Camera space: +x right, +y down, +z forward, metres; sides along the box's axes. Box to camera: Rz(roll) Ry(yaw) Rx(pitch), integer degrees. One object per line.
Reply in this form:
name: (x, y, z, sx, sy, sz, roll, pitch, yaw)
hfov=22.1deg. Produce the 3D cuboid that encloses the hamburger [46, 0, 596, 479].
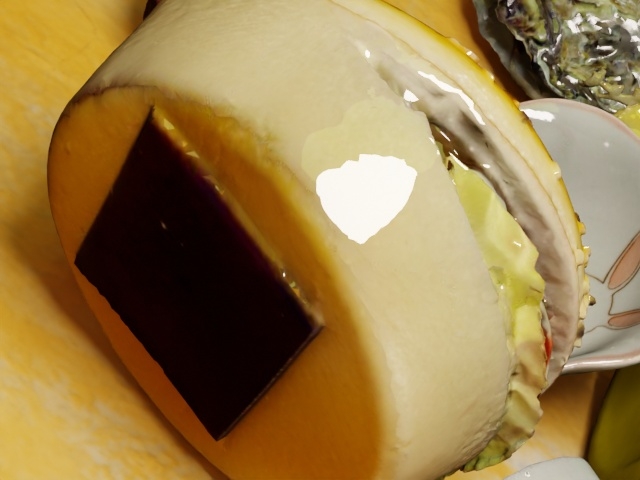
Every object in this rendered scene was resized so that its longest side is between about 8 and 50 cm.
hamburger: (0.000, 0.000, 0.844, 0.176, 0.300, 0.300, -36, 74, -31)

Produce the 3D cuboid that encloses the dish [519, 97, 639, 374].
dish: (0.129, 0.016, 1.024, 0.229, 0.081, 0.229, -3, 51, 4)

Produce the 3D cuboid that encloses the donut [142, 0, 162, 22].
donut: (-0.038, -0.127, 1.093, 0.184, 0.073, 0.166, 22, 42, -14)

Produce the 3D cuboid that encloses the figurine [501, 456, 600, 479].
figurine: (0.159, 0.238, 0.828, 0.176, 0.133, 0.236, 11, 36, -49)

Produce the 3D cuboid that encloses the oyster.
oyster: (0.264, -0.123, 1.241, 0.351, 0.162, 0.158, 40, 8, -5)

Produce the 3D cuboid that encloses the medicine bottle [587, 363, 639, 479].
medicine bottle: (0.372, 0.153, 0.966, 0.384, 0.224, 0.224, 30, 41, -2)

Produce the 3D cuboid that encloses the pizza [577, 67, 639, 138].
pizza: (0.264, -0.024, 1.131, 0.288, 0.075, 0.280, -2, 92, -6)
